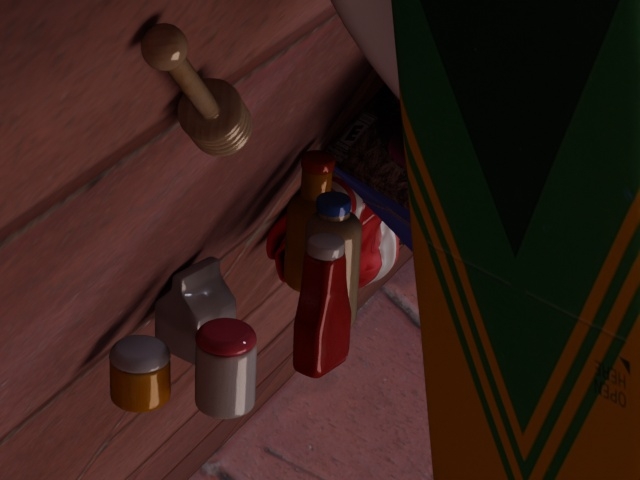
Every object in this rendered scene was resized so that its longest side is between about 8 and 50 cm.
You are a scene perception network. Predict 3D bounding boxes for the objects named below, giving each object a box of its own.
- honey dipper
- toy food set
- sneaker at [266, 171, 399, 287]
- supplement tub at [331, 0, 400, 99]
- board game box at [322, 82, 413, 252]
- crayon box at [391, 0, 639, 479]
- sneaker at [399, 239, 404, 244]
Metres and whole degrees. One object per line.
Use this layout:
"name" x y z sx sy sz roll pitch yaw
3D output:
"honey dipper" -0.052 -0.065 0.688 0.030 0.030 0.161 -48 172 -4
"toy food set" -0.041 0.029 1.096 0.232 0.111 0.105 -28 131 -45
"sneaker" 0.000 0.000 1.376 0.128 0.087 0.221 -37 158 -22
"supplement tub" 0.183 -0.171 0.667 0.331 0.241 0.241 -47 175 -11
"board game box" 0.182 -0.096 1.175 0.291 0.141 0.232 -48 -151 -5
"crayon box" 0.191 -0.096 0.478 0.362 0.106 0.313 -21 117 -28
"sneaker" 0.090 -0.035 1.512 0.300 0.121 0.111 -51 173 31
